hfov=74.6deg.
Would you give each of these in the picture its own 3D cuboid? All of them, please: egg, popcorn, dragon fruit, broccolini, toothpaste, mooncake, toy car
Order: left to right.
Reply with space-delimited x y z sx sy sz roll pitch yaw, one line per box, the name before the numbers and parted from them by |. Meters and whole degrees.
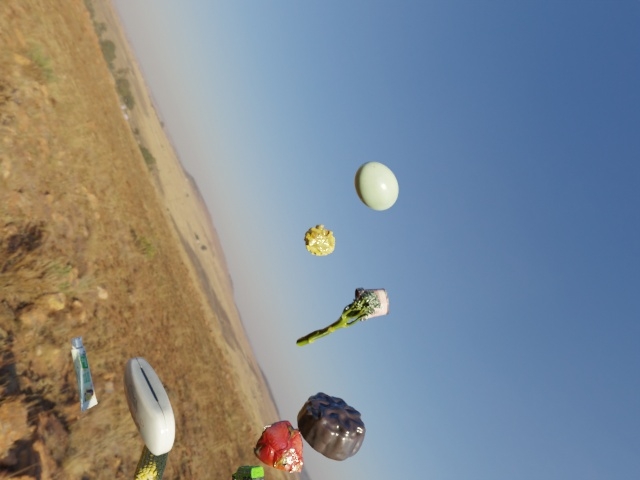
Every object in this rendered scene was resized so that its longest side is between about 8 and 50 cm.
toothpaste | -1.035 0.576 1.826 0.056 0.058 0.315 -4 -83 65
toy car | -0.306 0.979 1.759 0.165 0.071 0.063 -26 -121 41
dragon fruit | -0.135 0.725 1.467 0.161 0.127 0.121 24 -81 40
popcorn | 0.000 0.000 1.067 0.082 0.083 0.057 52 -19 -4
mooncake | 0.048 0.728 1.685 0.141 0.282 0.283 -64 -152 9
broccolini | 0.049 0.265 1.417 0.392 0.074 0.079 -34 -90 39
egg | 0.200 -0.196 1.515 0.192 0.149 0.149 54 -6 -26

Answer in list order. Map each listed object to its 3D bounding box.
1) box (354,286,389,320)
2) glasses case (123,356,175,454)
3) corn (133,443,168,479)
box | 0.236 0.284 1.916 0.151 0.135 0.151 174 -90 -82
glasses case | -0.284 0.264 0.689 0.193 0.049 0.074 31 -66 45
corn | -0.482 0.628 1.210 0.238 0.080 0.080 -138 -151 -73
